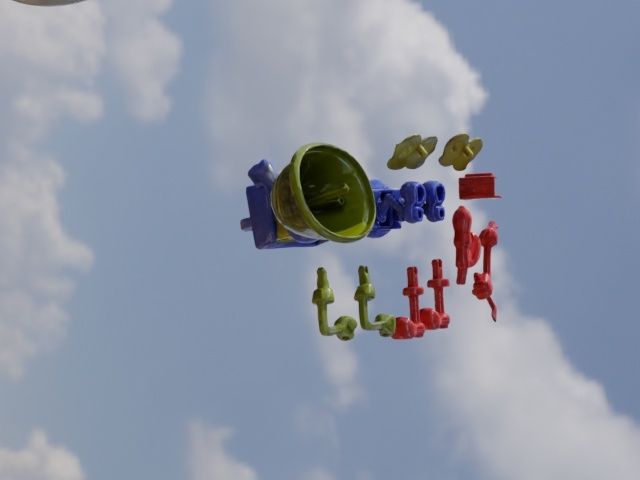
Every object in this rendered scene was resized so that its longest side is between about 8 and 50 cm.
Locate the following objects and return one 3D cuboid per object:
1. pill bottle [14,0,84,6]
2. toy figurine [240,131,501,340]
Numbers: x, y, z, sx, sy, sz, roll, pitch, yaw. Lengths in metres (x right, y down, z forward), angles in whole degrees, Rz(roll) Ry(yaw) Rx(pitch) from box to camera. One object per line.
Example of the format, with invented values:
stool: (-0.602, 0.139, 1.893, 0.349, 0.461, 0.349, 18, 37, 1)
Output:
pill bottle: (-0.183, -0.271, 1.022, 0.278, 0.162, 0.162, 75, -4, -58)
toy figurine: (0.000, 0.000, 1.700, 0.217, 0.362, 0.191, -3, -88, 33)
